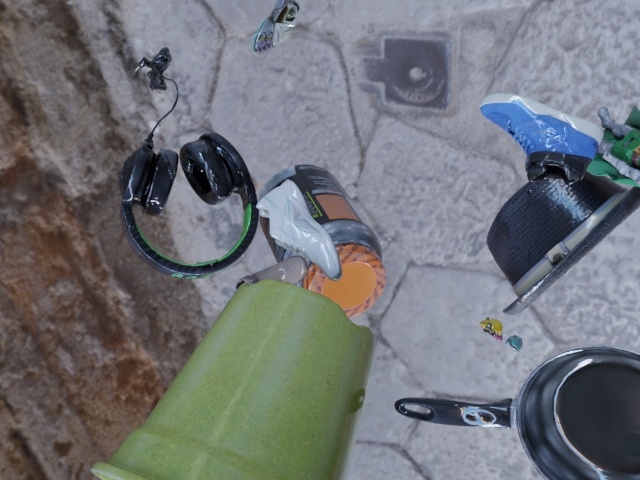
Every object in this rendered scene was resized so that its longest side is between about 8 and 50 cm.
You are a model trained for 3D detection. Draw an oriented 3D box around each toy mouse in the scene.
[{"bbox_3d":[0.432,0.222,1.633,0.143,0.031,0.161,38,174,-26],"label":"toy mouse"}]

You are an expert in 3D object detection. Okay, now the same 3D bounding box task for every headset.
[{"bbox_3d":[-0.245,-0.132,1.234,0.185,0.243,0.395,-40,65,63],"label":"headset"}]

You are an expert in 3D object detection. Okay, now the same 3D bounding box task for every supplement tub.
[{"bbox_3d":[0.000,0.000,1.351,0.193,0.316,0.194,-10,126,-14],"label":"supplement tub"}]

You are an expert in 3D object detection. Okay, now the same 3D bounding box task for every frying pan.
[{"bbox_3d":[0.262,0.222,0.771,0.326,0.053,0.197,-25,91,35],"label":"frying pan"}]

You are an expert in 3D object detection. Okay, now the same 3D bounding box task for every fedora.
[{"bbox_3d":[0.400,-0.026,1.193,0.152,0.334,0.334,49,133,16],"label":"fedora"}]

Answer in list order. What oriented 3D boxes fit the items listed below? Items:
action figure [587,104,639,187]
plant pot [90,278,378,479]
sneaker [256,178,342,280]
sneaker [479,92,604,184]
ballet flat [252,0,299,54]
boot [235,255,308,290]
[{"bbox_3d":[0.443,-0.126,0.968,0.137,0.232,0.063,-44,114,10],"label":"action figure"},{"bbox_3d":[-0.063,0.192,0.757,0.275,0.254,0.276,19,153,10],"label":"plant pot"},{"bbox_3d":[-0.025,-0.004,0.849,0.152,0.061,0.054,55,167,27],"label":"sneaker"},{"bbox_3d":[0.256,-0.119,0.842,0.152,0.085,0.058,23,172,14],"label":"sneaker"},{"bbox_3d":[-0.054,-0.285,0.914,0.041,0.114,0.041,14,143,11],"label":"ballet flat"},{"bbox_3d":[-0.081,0.059,1.092,0.118,0.086,0.042,-36,71,57],"label":"boot"}]
